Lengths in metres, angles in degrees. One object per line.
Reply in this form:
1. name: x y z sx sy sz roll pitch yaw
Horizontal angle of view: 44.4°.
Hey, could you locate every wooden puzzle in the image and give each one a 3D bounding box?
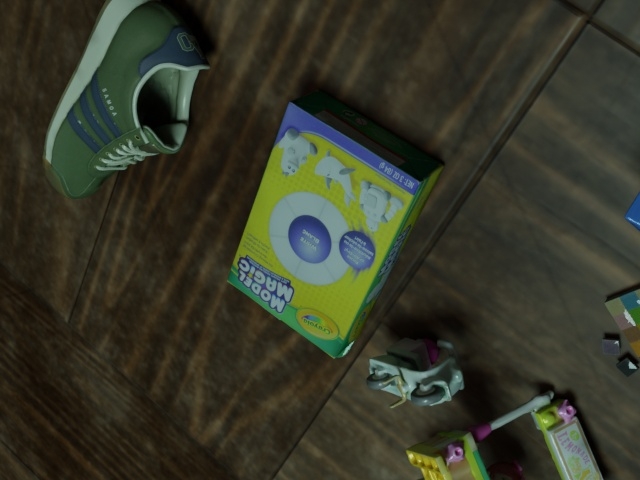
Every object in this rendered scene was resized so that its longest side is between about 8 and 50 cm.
1. wooden puzzle: 0.200 0.047 0.457 0.083 0.006 0.049 -31 93 38

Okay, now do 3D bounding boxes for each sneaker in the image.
1. sneaker: -0.142 -0.085 0.579 0.086 0.064 0.192 44 124 15

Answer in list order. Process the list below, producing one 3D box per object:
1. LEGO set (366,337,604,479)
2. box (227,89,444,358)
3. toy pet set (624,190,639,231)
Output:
1. LEGO set: 0.127 0.198 0.539 0.132 0.107 0.287 29 138 62
2. box: 0.000 0.000 0.543 0.105 0.043 0.179 33 127 17
3. toy pet set: 0.217 -0.041 0.389 0.122 0.065 0.114 31 90 14
